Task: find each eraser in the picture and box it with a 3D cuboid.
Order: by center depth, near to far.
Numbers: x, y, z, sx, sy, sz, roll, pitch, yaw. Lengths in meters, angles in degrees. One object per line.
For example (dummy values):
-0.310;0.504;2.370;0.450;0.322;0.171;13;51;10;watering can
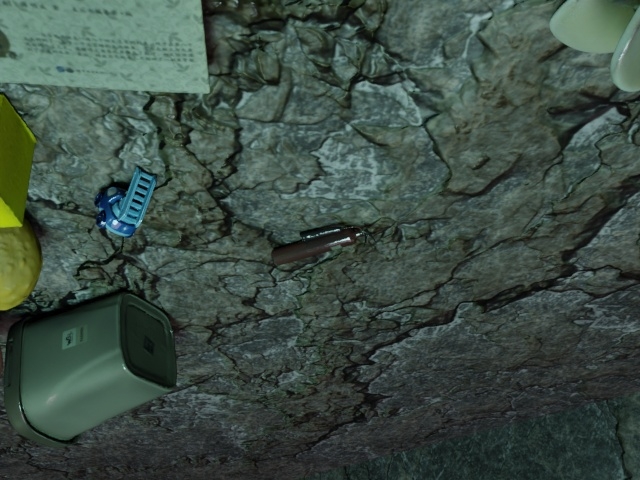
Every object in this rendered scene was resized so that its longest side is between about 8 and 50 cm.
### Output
-0.368;-0.090;0.785;0.045;0.122;0.097;-4;149;2;eraser

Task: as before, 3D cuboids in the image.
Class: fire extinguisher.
0.000;0.000;1.088;0.173;0.035;0.049;-16;110;19;fire extinguisher

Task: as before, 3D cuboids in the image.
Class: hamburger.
-0.460;0.021;0.937;0.115;0.162;0.162;-11;150;23;hamburger

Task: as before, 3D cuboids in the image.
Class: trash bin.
-0.408;0.223;1.240;0.250;0.220;0.219;-22;148;14;trash bin

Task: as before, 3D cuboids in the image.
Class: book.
-0.235;-0.268;0.574;0.268;0.032;0.389;2;148;-2;book

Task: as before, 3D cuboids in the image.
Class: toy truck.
-0.256;-0.053;0.925;0.090;0.073;0.056;-39;137;25;toy truck

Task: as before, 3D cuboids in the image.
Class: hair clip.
0.368;-0.245;0.657;0.282;0.113;0.172;-31;142;29;hair clip

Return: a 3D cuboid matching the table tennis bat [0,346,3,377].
-0.573;0.127;1.140;0.021;0.154;0.274;-32;151;-43;table tennis bat
